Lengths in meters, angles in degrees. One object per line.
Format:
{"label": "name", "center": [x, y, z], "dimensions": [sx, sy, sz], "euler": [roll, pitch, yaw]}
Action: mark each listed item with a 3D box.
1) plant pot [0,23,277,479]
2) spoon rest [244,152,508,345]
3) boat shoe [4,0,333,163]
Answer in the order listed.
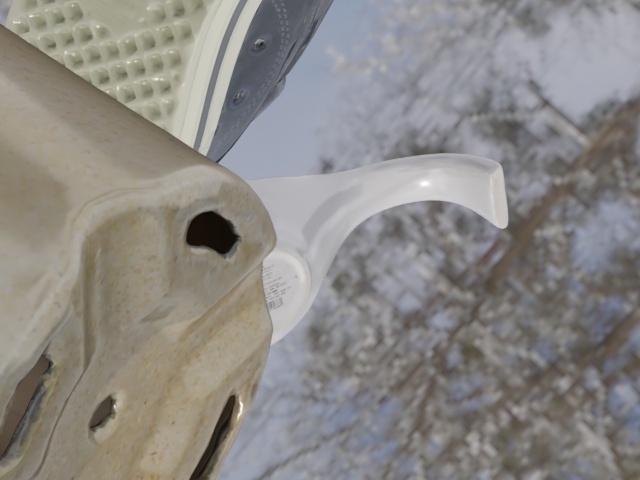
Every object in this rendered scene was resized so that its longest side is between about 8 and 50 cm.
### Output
{"label": "plant pot", "center": [-0.201, 0.018, 0.805], "dimensions": [0.305, 0.334, 0.334], "euler": [26, -148, 24]}
{"label": "spoon rest", "center": [0.000, 0.000, 1.375], "dimensions": [0.276, 0.137, 0.084], "euler": [-20, -148, -19]}
{"label": "boat shoe", "center": [-0.048, -0.207, 1.023], "dimensions": [0.187, 0.500, 0.156], "euler": [34, -141, 8]}
